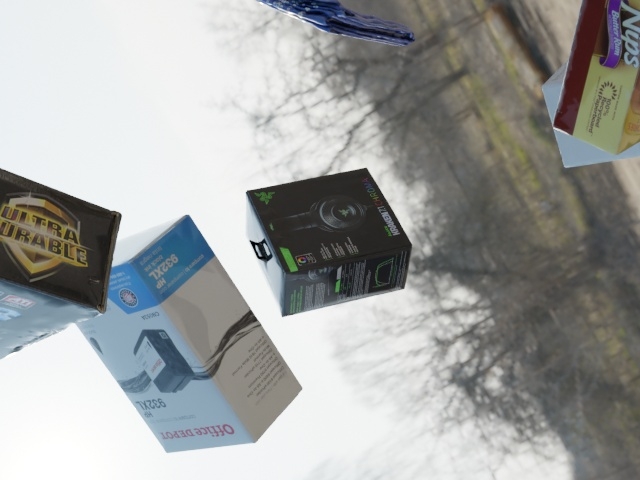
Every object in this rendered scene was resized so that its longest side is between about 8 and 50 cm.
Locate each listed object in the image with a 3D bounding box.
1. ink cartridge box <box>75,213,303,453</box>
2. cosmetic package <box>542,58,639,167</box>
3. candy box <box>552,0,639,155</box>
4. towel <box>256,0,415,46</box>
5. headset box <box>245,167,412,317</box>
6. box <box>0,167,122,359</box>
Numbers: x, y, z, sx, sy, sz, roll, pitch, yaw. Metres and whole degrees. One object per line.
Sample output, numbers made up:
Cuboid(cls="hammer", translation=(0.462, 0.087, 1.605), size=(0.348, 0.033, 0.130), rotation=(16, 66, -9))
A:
Cuboid(cls="ink cartridge box", translation=(-0.203, 0.142, 1.427), size=(0.129, 0.223, 0.307), rotation=(-45, -71, -42))
Cuboid(cls="cosmetic package", translation=(0.476, -0.223, 1.460), size=(0.224, 0.224, 0.138), rotation=(-43, -63, -47))
Cuboid(cls="candy box", translation=(0.230, -0.136, 0.645), size=(0.053, 0.186, 0.109), rotation=(33, 133, 35))
Cuboid(cls="towel", translation=(-0.054, -0.343, 1.360), size=(0.336, 0.040, 0.243), rotation=(29, -162, 25))
Cuboid(cls="headset box", translation=(0.000, 0.000, 1.986), size=(0.131, 0.283, 0.246), rotation=(95, 157, -44))
Cuboid(cls="box", translation=(-0.315, 0.007, 0.564), size=(0.295, 0.293, 0.073), rotation=(21, -122, -36))
